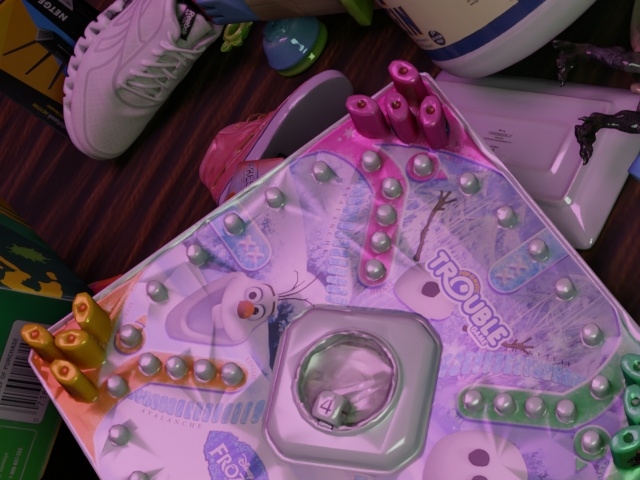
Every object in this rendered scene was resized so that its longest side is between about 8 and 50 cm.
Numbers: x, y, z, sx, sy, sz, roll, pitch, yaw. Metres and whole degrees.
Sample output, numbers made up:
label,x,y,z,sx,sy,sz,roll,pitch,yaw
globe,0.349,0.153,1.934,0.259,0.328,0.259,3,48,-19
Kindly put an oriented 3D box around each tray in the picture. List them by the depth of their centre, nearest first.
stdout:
label,x,y,z,sx,sy,sz,roll,pitch,yaw
tray,0.155,-0.079,1.633,0.270,0.030,0.145,14,74,51

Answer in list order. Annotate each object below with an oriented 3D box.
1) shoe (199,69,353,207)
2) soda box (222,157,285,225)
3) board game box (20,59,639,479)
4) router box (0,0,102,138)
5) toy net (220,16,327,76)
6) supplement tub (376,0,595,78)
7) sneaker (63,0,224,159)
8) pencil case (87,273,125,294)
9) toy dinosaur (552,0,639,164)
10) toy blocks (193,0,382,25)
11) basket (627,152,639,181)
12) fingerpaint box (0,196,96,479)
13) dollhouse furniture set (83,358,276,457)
label,x,y,z,sx,sy,sz,roll,pitch,yaw
shoe,-0.047,-0.103,1.840,0.178,0.063,0.081,-51,42,11
soda box,0.000,0.000,1.611,0.058,0.183,0.063,-2,62,47
board game box,0.019,0.103,1.425,0.390,0.050,0.390,-36,61,-1
router box,-0.293,-0.205,2.090,0.133,0.179,0.046,-38,38,22
toy net,-0.009,-0.276,1.954,0.122,0.045,0.232,15,72,53
supplement tub,0.091,-0.320,1.601,0.235,0.325,0.235,-41,17,15
sneaker,-0.169,-0.206,1.997,0.292,0.110,0.118,-61,39,12
pencil case,-0.224,0.094,1.854,0.236,0.104,0.104,-19,50,40
toy dinosaur,0.250,-0.123,1.523,0.118,0.064,0.268,-12,43,-2
toy blocks,-0.045,-0.359,1.866,0.261,0.191,0.381,-3,65,25
basket,0.334,0.052,1.121,0.201,0.289,0.255,-52,36,4
fingerpaint box,-0.411,0.174,1.830,0.371,0.163,0.445,39,112,53
dollhouse furniture set,-0.116,0.267,1.561,0.151,0.197,0.301,22,86,22
